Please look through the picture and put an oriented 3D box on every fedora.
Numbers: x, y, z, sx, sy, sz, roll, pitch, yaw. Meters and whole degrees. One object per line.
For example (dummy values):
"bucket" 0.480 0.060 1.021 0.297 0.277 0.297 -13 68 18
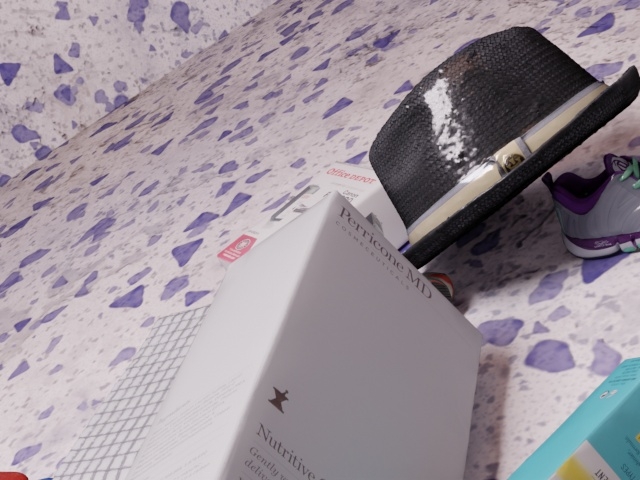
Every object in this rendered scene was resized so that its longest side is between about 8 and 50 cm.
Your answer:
"fedora" 0.171 -0.115 1.097 0.334 0.152 0.334 -37 -6 -5

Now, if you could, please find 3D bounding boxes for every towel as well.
"towel" -0.120 0.185 1.049 0.235 0.121 0.283 -17 29 32

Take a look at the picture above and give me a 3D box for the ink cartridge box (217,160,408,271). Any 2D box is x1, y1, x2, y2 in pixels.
"ink cartridge box" 0.000 0.000 1.292 0.218 0.092 0.158 -38 25 -18

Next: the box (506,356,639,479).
"box" 0.177 0.191 0.689 0.244 0.100 0.060 -40 -1 -19

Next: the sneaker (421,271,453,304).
"sneaker" 0.074 0.077 1.118 0.161 0.057 0.075 -23 9 21

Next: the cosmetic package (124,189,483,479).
"cosmetic package" -0.007 0.160 0.814 0.156 0.217 0.385 -35 21 33

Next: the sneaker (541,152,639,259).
"sneaker" 0.327 -0.045 0.987 0.224 0.098 0.083 -14 29 35

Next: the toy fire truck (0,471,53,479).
"toy fire truck" -0.382 0.334 1.051 0.254 0.169 0.302 -10 21 -13
